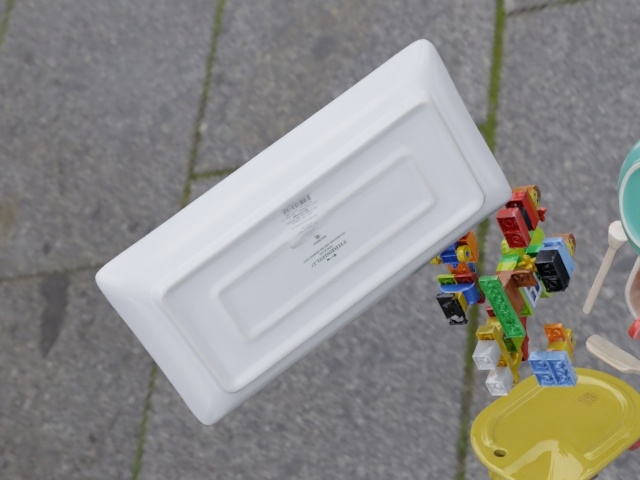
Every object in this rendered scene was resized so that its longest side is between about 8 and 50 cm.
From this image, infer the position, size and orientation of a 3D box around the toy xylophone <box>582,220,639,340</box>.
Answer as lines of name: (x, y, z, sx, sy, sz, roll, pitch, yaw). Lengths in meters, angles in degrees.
toy xylophone: (0.446, 0.016, 1.735, 0.236, 0.322, 0.081, -30, 60, -16)

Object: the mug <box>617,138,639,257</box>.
mug: (0.293, -0.042, 1.125, 0.157, 0.097, 0.129, 60, 146, 34)

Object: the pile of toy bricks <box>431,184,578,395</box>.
pile of toy bricks: (0.158, 0.018, 1.120, 0.118, 0.212, 0.105, -4, 40, 32)

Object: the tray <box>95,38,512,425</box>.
tray: (0.000, 0.000, 0.931, 0.270, 0.145, 0.030, -37, 28, -7)

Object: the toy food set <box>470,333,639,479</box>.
toy food set: (0.232, 0.183, 1.299, 0.218, 0.071, 0.128, -28, 40, -35)
